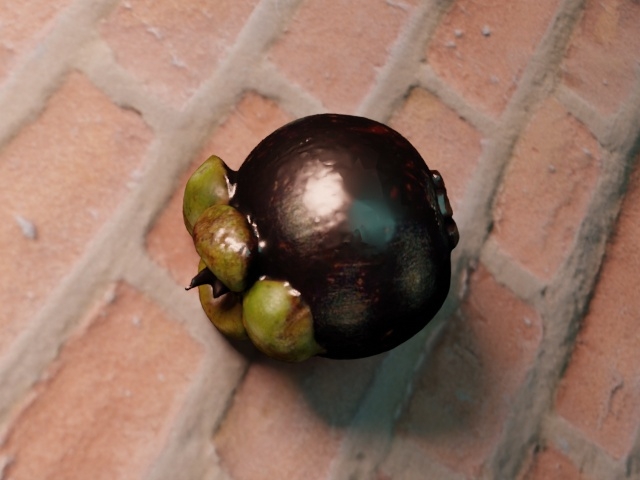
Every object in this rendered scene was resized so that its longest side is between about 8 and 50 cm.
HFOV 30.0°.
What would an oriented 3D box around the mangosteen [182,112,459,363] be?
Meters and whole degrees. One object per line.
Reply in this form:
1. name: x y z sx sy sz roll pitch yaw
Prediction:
1. mangosteen: 0.000 0.000 1.017 0.243 0.243 0.243 15 59 -27
